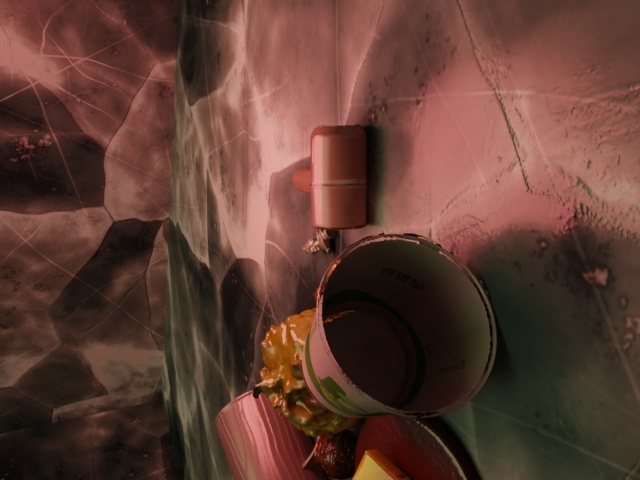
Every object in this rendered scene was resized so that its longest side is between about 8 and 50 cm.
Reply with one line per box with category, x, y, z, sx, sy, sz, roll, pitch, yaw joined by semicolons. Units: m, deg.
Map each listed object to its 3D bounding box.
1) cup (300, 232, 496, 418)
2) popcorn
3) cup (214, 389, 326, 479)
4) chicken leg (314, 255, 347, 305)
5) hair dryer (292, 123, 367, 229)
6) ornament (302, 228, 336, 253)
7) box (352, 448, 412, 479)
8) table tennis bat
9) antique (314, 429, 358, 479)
cup;0.088;0.152;0.849;0.274;0.254;0.253;122;136;-62
popcorn;-0.011;0.250;1.077;0.249;0.226;0.249;-178;90;-71
cup;-0.096;0.506;1.385;0.273;0.289;0.208;62;-178;37
chicken leg;0.039;0.095;1.102;0.251;0.087;0.107;136;135;-66
hair dryer;-0.008;-0.134;1.143;0.344;0.107;0.189;-158;65;-68
ornament;0.002;-0.001;1.205;0.068;0.041;0.092;54;132;37
box;0.081;0.495;0.902;0.152;0.044;0.269;32;102;40
table tennis bat;0.178;0.464;0.889;0.268;0.051;0.414;-55;51;37
antique;0.044;0.437;1.149;0.104;0.104;0.103;24;117;61
